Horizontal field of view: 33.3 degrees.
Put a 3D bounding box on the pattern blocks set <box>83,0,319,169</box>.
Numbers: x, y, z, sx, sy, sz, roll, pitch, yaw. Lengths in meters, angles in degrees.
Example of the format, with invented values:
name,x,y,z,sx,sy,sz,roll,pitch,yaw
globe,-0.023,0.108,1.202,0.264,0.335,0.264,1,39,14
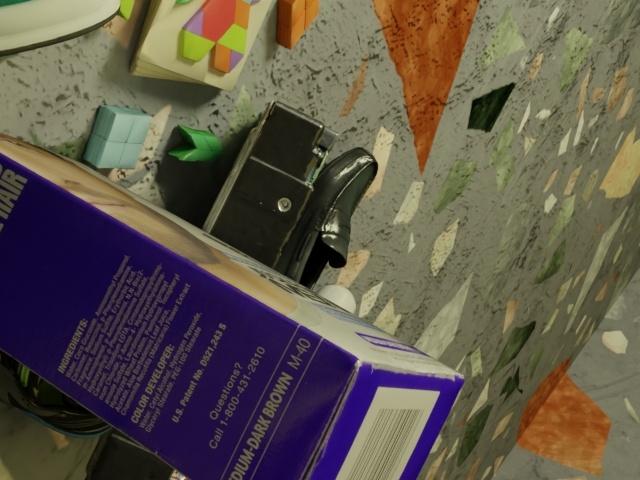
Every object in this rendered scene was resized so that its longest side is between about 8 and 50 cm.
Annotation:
name,x,y,z,sx,sy,sz,roll,pitch,yaw
pattern blocks set,-0.073,-0.205,0.832,0.285,0.026,0.325,-19,132,-56

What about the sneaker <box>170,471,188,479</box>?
name,x,y,z,sx,sy,sz,roll,pitch,yaw
sneaker,-0.161,0.266,1.121,0.067,0.042,0.118,-61,163,7

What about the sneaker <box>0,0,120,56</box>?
name,x,y,z,sx,sy,sz,roll,pitch,yaw
sneaker,-0.228,-0.159,0.477,0.295,0.124,0.178,-26,128,-36

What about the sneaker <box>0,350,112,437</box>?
name,x,y,z,sx,sy,sz,roll,pitch,yaw
sneaker,-0.212,0.080,0.719,0.078,0.188,0.067,-34,-141,49

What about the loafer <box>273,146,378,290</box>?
name,x,y,z,sx,sy,sz,roll,pitch,yaw
loafer,0.000,0.000,1.114,0.223,0.078,0.076,-53,154,-18

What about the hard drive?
name,x,y,z,sx,sy,sz,roll,pitch,yaw
hard drive,-0.093,0.048,0.887,0.339,0.064,0.237,-63,-174,4

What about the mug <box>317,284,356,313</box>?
name,x,y,z,sx,sy,sz,roll,pitch,yaw
mug,0.005,0.086,1.254,0.062,0.078,0.064,54,52,-27

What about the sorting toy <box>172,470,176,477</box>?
name,x,y,z,sx,sy,sz,roll,pitch,yaw
sorting toy,-0.155,0.183,1.056,0.083,0.045,0.075,-60,148,-4

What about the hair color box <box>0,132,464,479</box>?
name,x,y,z,sx,sy,sz,roll,pitch,yaw
hair color box,-0.098,0.044,0.664,0.110,0.339,0.185,-65,155,2
